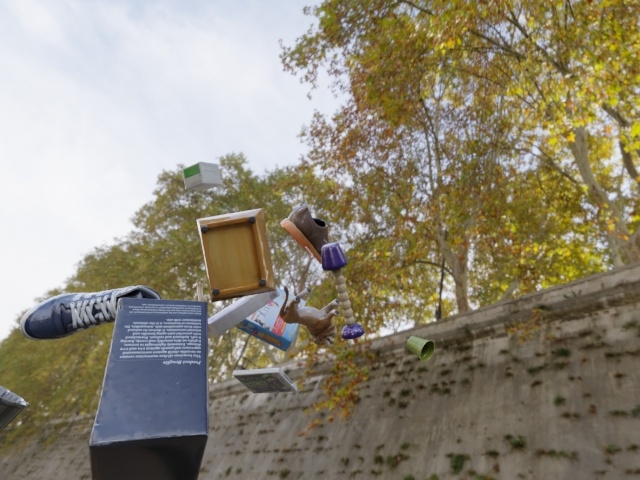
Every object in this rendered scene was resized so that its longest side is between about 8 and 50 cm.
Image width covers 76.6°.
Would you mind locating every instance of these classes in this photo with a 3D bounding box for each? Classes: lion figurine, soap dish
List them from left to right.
[{"bbox_3d":[-0.286,0.051,1.370,0.228,0.118,0.291,-10,-90,-4],"label":"soap dish"},{"bbox_3d":[-0.062,0.349,1.855,0.392,0.142,0.240,30,-58,-23],"label":"lion figurine"}]

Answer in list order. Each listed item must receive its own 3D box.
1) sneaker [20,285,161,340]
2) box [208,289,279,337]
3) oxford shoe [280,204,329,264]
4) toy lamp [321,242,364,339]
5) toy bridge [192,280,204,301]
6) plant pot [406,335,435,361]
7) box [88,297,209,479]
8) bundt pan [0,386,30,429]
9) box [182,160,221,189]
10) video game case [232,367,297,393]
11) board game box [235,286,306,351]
[{"bbox_3d":[-0.516,0.165,0.944,0.153,0.282,0.099,-6,-88,41],"label":"sneaker"},{"bbox_3d":[-0.305,0.268,1.600,0.063,0.324,0.067,-4,-69,46],"label":"box"},{"bbox_3d":[0.000,0.000,1.597,0.130,0.133,0.363,43,-1,44],"label":"oxford shoe"},{"bbox_3d":[0.059,0.142,1.156,0.080,0.080,0.275,-8,-80,30],"label":"toy lamp"},{"bbox_3d":[-0.423,0.229,1.392,0.026,0.188,0.063,20,-33,-37],"label":"toy bridge"},{"bbox_3d":[0.359,0.385,1.473,0.079,0.083,0.083,21,-32,50],"label":"plant pot"},{"bbox_3d":[-0.322,0.322,0.792,0.182,0.294,0.296,6,-53,-20],"label":"box"},{"bbox_3d":[-0.845,0.346,0.892,0.330,0.124,0.331,20,-31,13],"label":"bundt pan"},{"bbox_3d":[-0.458,-0.246,1.564,0.101,0.102,0.087,-13,-93,30],"label":"box"},{"bbox_3d":[-0.206,0.529,1.520,0.190,0.022,0.173,-10,-45,19],"label":"video game case"},{"bbox_3d":[-0.254,0.362,2.037,0.301,0.308,0.086,28,-57,-4],"label":"board game box"}]
